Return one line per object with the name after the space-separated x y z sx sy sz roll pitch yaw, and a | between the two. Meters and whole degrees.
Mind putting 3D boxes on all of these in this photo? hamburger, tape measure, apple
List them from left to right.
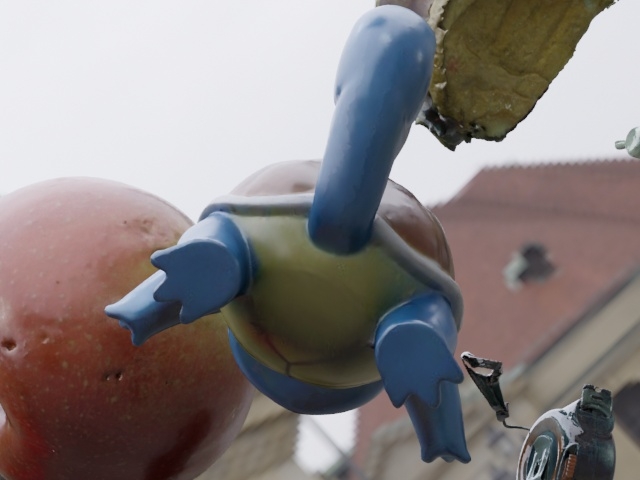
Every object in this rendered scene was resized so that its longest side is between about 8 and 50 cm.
-0.237 0.105 2.009 0.277 0.348 0.348 -25 -22 -29 | apple
0.166 -0.246 1.980 0.309 0.211 0.132 -48 28 -13 | hamburger
0.155 0.161 1.570 0.180 0.107 0.104 26 -32 -32 | tape measure

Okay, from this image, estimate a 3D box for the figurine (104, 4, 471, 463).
-0.006 0.027 1.444 0.416 0.298 0.243 103 180 -55 | figurine

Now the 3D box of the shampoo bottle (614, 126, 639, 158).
0.396 -0.058 1.766 0.085 0.262 0.085 -166 90 -73 | shampoo bottle
